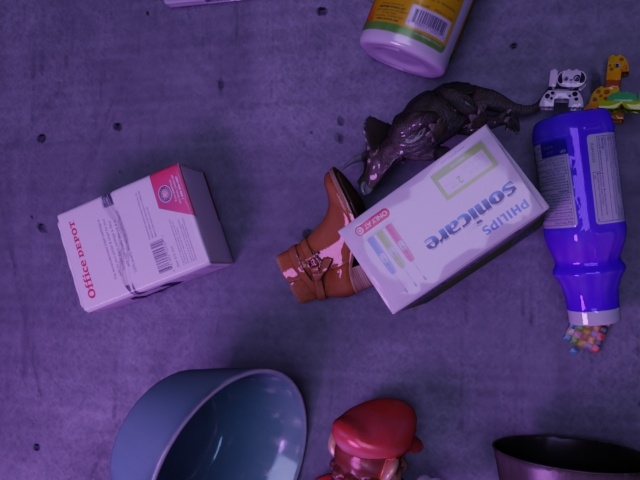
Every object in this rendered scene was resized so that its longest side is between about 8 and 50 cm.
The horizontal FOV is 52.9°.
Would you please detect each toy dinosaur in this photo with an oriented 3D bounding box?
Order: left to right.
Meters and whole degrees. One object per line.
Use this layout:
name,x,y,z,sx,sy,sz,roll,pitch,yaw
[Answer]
toy dinosaur,0.177,-0.177,0.920,0.313,0.121,0.160,-34,40,-1

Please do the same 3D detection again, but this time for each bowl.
bowl,-0.177,0.314,0.940,0.163,0.311,0.311,13,91,37

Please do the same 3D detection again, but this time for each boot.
boot,0.000,0.000,0.977,0.152,0.073,0.197,-17,98,21

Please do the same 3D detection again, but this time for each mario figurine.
mario figurine,0.068,0.385,0.927,0.198,0.170,0.320,22,83,8

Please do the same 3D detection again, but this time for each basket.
basket,0.322,0.383,0.820,0.204,0.154,0.226,-1,88,37

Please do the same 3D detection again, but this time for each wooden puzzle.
wooden puzzle,0.378,0.127,0.911,0.049,0.006,0.083,23,94,16

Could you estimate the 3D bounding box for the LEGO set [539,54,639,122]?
LEGO set,0.424,-0.213,0.875,0.227,0.087,0.093,6,86,23

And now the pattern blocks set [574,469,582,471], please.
pattern blocks set,0.346,0.499,0.894,0.285,0.026,0.324,-32,79,12

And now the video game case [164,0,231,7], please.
video game case,-0.128,-0.505,1.076,0.285,0.025,0.204,1,88,16

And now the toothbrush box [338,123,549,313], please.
toothbrush box,0.170,-0.015,0.835,0.206,0.283,0.122,-36,79,13

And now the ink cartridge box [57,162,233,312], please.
ink cartridge box,-0.289,0.000,1.062,0.237,0.100,0.172,-21,82,13

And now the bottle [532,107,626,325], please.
bottle,0.352,-0.030,0.865,0.092,0.118,0.282,-8,91,-3

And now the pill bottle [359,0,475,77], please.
pill bottle,0.162,-0.375,0.928,0.136,0.136,0.245,23,94,16
